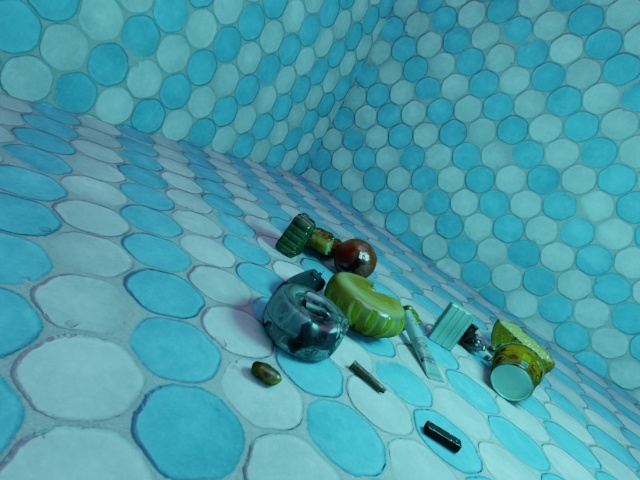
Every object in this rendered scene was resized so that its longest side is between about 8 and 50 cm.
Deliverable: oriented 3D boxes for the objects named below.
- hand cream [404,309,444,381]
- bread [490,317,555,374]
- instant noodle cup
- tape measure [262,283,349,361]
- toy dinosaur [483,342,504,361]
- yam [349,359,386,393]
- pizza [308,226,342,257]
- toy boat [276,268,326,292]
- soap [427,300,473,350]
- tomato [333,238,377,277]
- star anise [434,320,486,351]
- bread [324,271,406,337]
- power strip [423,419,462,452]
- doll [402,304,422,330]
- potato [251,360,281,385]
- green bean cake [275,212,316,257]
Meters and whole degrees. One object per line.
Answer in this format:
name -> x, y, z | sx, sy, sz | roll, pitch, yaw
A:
hand cream -> 0.395, 0.418, 1.651 | 0.085, 0.058, 0.331 | 25, 30, -29
bread -> 0.978, 0.557, 2.063 | 0.195, 0.178, 0.340 | 20, 20, -25
instant noodle cup -> 0.814, 0.559, 1.735 | 0.216, 0.215, 0.172 | 37, 26, 23
tape measure -> -0.046, 0.239, 1.277 | 0.256, 0.147, 0.275 | 26, 15, -12
toy dinosaur -> 0.856, 0.531, 1.875 | 0.153, 0.259, 0.094 | 31, 57, 7
yam -> 0.145, 0.423, 1.269 | 0.129, 0.033, 0.027 | 40, -9, 20
pizza -> 0.000, 0.000, 2.148 | 0.278, 0.114, 0.409 | 27, 9, -15
toy boat -> -0.079, 0.176, 1.552 | 0.093, 0.103, 0.246 | 50, 35, 17
soap -> 0.585, 0.384, 1.858 | 0.119, 0.198, 0.066 | 31, 17, 3
tomato -> 0.167, 0.094, 2.014 | 0.208, 0.208, 0.184 | 38, 24, 28
star anise -> 0.692, 0.451, 2.008 | 0.283, 0.129, 0.212 | 34, -1, 3
bread -> 0.159, 0.254, 1.571 | 0.333, 0.160, 0.333 | 26, 15, -7
power strip -> 0.349, 0.562, 1.184 | 0.111, 0.029, 0.038 | 29, 16, 8
doll -> 0.357, 0.327, 1.830 | 0.210, 0.097, 0.137 | 8, 32, -42
potato -> -0.134, 0.329, 1.028 | 0.083, 0.040, 0.051 | 29, 20, 3
green bean cake -> -0.096, -0.030, 1.931 | 0.107, 0.208, 0.193 | 36, 18, 11
